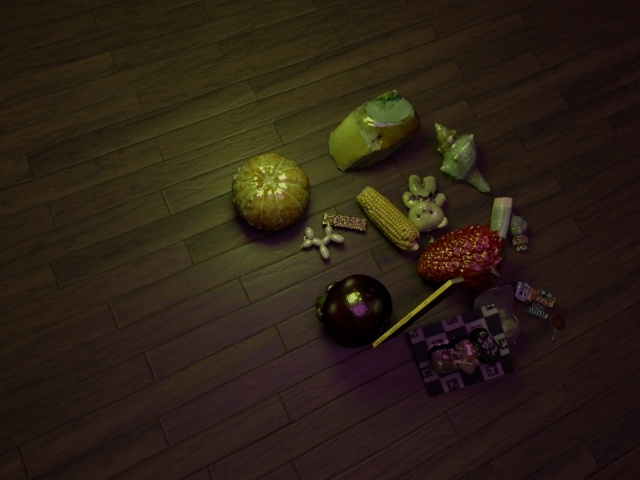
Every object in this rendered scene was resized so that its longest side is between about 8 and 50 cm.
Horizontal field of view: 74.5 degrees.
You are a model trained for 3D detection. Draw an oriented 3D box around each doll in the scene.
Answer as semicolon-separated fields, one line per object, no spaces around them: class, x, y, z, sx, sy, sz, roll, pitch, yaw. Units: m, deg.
doll;0.457;-0.177;1.858;0.175;0.149;0.278;-13;61;23
doll;0.000;0.000;1.787;0.160;0.059;0.161;44;84;6
doll;0.891;-0.042;1.905;0.094;0.079;0.180;-16;82;27

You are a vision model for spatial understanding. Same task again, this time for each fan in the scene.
fan;1.036;0.379;1.844;0.085;0.005;0.133;28;73;0

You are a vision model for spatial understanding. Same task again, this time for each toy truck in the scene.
toy truck;0.907;0.252;1.826;0.177;0.080;0.115;25;84;-2

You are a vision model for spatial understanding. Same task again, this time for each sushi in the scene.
sushi;0.573;0.447;1.655;0.373;0.100;0.296;-17;91;1

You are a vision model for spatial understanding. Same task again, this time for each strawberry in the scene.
strawberry;0.581;0.063;1.749;0.343;0.292;0.292;8;74;11

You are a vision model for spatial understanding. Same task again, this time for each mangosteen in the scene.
mangosteen;0.133;0.260;1.626;0.297;0.297;0.293;-30;62;-13

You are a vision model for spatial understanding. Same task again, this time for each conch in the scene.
conch;0.636;-0.373;1.912;0.203;0.169;0.386;-35;79;12

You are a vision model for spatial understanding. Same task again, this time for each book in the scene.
book;0.373;0.266;1.582;0.374;0.262;0.028;-44;68;19

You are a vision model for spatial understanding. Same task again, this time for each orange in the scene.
orange;-0.200;-0.199;1.721;0.329;0.249;0.329;0;79;1

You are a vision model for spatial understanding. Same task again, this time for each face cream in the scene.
face cream;0.817;-0.098;1.908;0.084;0.057;0.198;3;70;40

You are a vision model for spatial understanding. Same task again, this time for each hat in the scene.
hat;0.743;0.316;1.733;0.214;0.245;0.149;-18;40;-9

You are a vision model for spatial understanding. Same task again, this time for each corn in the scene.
corn;0.296;-0.090;1.814;0.130;0.130;0.347;-39;81;-14

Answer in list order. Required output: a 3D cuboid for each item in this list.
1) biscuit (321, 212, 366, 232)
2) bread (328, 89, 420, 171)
biscuit;0.105;-0.079;1.835;0.199;0.034;0.064;9;75;-5
bread;0.236;-0.488;1.843;0.395;0.264;0.239;-32;86;-15
